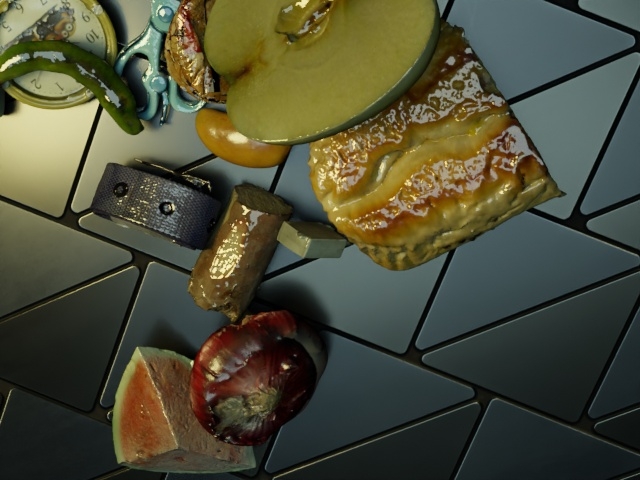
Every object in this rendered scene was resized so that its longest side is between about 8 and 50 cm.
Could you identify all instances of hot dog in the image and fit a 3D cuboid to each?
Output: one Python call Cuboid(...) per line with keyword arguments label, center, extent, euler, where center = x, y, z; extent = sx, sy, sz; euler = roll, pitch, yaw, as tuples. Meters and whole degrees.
Cuboid(label="hot dog", center=(0.166, -0.139, 1.630), extent=(0.365, 0.196, 0.367), euler=(-32, 90, 11))

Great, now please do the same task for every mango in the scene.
Cuboid(label="mango", center=(-0.143, -0.185, 1.697), extent=(0.184, 0.085, 0.102), euler=(14, 109, 6))

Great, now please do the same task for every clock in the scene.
Cuboid(label="clock", center=(-0.484, -0.353, 1.690), extent=(0.237, 0.057, 0.237), euler=(-5, 112, -11))

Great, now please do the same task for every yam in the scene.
Cuboid(label="yam", center=(-0.151, 0.022, 1.720), extent=(0.128, 0.129, 0.238), euler=(31, 106, 14))

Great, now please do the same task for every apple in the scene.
Cuboid(label="apple", center=(-0.006, -0.329, 1.468), extent=(0.360, 0.320, 0.312), euler=(-35, 108, 17))

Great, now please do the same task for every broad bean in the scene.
Cuboid(label="broad bean", center=(-0.449, -0.279, 1.665), extent=(0.292, 0.049, 0.144), euler=(10, 108, -9))

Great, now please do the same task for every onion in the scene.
Cuboid(label="onion", center=(-0.126, 0.234, 1.739), extent=(0.272, 0.195, 0.272), euler=(-21, 128, -30))

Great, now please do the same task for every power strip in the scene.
Cuboid(label="power strip", center=(0.000, 0.000, 1.693), extent=(0.075, 0.175, 0.042), euler=(34, 110, 36))

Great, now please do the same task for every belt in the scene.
Cuboid(label="belt", center=(-0.294, -0.071, 1.699), extent=(0.230, 0.139, 0.126), euler=(18, 83, 14))

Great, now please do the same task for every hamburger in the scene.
Cuboid(label="hamburger", center=(-0.160, -0.344, 1.627), extent=(0.231, 0.107, 0.231), euler=(-3, 98, -25))

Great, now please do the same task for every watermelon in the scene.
Cuboid(label="watermelon", center=(-0.274, 0.332, 1.781), extent=(0.256, 0.176, 0.260), euler=(-13, 75, -8))

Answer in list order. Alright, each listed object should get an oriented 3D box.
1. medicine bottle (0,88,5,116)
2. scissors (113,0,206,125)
Cuboid(label="medicine bottle", center=(-0.638, -0.339, 1.709), extent=(0.121, 0.083, 0.229), euler=(6, 102, 2))
Cuboid(label="scissors", center=(-0.278, -0.395, 1.662), extent=(0.180, 0.032, 0.393), euler=(5, 112, -1))
